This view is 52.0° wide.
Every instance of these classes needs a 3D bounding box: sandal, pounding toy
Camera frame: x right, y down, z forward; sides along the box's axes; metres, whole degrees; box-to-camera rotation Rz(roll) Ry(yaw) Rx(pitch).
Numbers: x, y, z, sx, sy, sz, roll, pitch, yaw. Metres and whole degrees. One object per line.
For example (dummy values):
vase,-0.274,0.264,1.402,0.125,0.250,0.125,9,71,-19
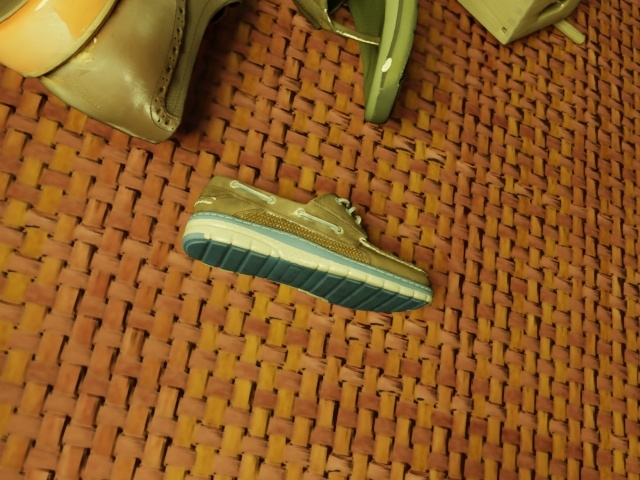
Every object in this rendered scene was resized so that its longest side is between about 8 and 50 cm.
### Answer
sandal,0.011,-0.224,0.531,0.086,0.120,0.302,-10,70,-8
pounding toy,0.197,-0.250,0.630,0.141,0.100,0.130,-29,71,-31

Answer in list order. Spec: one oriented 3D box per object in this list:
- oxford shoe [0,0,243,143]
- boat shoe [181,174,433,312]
oxford shoe,-0.121,-0.229,0.481,0.133,0.130,0.363,42,48,-43
boat shoe,0.000,0.000,0.463,0.183,0.066,0.066,19,65,-17
